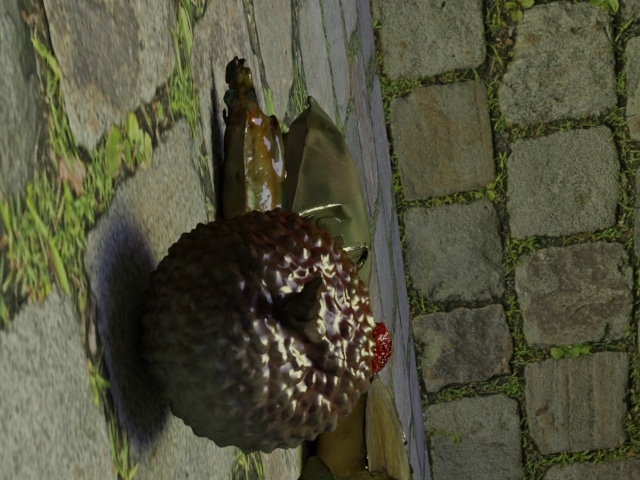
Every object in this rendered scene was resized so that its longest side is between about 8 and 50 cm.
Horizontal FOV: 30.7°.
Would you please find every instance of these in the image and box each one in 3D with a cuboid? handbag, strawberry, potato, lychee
[{"bbox_3d":[0.000,0.000,1.298,0.182,0.117,0.270,-75,160,-46],"label":"handbag"},{"bbox_3d":[0.065,0.158,1.712,0.096,0.083,0.083,-52,-153,43],"label":"strawberry"},{"bbox_3d":[0.038,0.237,1.436,0.243,0.098,0.138,44,37,-68],"label":"potato"},{"bbox_3d":[-0.038,0.060,0.770,0.197,0.165,0.165,-15,-102,56],"label":"lychee"}]

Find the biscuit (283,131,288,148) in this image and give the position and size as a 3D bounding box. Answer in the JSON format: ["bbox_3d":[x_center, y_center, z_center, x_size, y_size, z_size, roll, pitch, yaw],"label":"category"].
[{"bbox_3d":[-0.003,-0.060,1.543,0.301,0.049,0.196,55,28,-72],"label":"biscuit"}]

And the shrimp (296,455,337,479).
[{"bbox_3d":[-0.008,0.271,0.979,0.253,0.173,0.058,54,-52,55],"label":"shrimp"}]

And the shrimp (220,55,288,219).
[{"bbox_3d":[-0.056,-0.038,1.106,0.145,0.059,0.254,60,26,-77],"label":"shrimp"}]
